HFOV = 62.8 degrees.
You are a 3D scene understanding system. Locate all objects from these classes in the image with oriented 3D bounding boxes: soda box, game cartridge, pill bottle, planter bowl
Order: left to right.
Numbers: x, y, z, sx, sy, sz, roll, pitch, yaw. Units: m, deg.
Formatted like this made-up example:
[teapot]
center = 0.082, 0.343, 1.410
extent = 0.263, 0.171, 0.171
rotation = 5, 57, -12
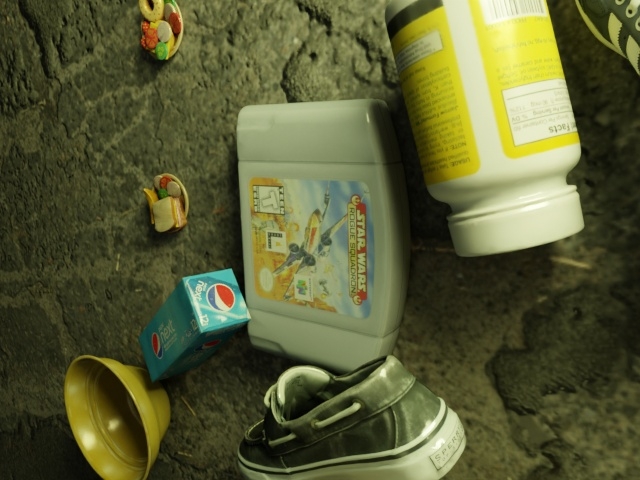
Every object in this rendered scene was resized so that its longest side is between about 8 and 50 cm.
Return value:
[planter bowl]
center = -0.303, 0.269, 0.829
extent = 0.217, 0.090, 0.217
rotation = 10, 107, 33
[soda box]
center = -0.170, 0.115, 0.682
extent = 0.210, 0.067, 0.071
rotation = -43, 65, 46
[game cartridge]
center = 0.000, 0.000, 0.575
extent = 0.198, 0.062, 0.297
rotation = 8, 105, 38
[pill bottle]
center = 0.132, -0.099, 0.415
extent = 0.119, 0.119, 0.208
rotation = -12, 93, 37

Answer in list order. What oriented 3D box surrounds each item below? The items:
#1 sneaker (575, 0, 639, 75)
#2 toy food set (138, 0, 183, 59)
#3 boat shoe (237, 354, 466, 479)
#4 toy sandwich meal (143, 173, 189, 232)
[sneaker]
center = 0.230, -0.120, 0.318
extent = 0.099, 0.153, 0.282
rotation = -30, 83, 36
[toy food set]
center = -0.206, -0.276, 0.674
extent = 0.083, 0.020, 0.083
rotation = 33, 117, 25
[boat shoe]
center = 0.000, 0.184, 0.555
extent = 0.335, 0.121, 0.119
rotation = -32, 90, 46
[toy sandwich meal]
center = -0.216, -0.051, 0.729
extent = 0.086, 0.029, 0.085
rotation = 9, 106, 34
